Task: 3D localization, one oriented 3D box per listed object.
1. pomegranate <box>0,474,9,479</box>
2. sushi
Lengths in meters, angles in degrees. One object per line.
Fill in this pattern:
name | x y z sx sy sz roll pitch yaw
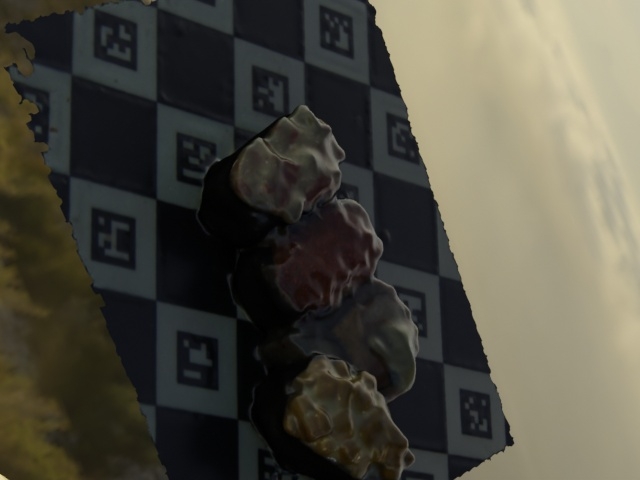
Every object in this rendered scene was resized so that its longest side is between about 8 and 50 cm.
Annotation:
pomegranate | -0.220 0.225 0.975 0.152 0.131 0.191 -149 -119 -74
sushi | 0.000 0.000 0.826 0.264 0.050 0.290 -21 91 -48
